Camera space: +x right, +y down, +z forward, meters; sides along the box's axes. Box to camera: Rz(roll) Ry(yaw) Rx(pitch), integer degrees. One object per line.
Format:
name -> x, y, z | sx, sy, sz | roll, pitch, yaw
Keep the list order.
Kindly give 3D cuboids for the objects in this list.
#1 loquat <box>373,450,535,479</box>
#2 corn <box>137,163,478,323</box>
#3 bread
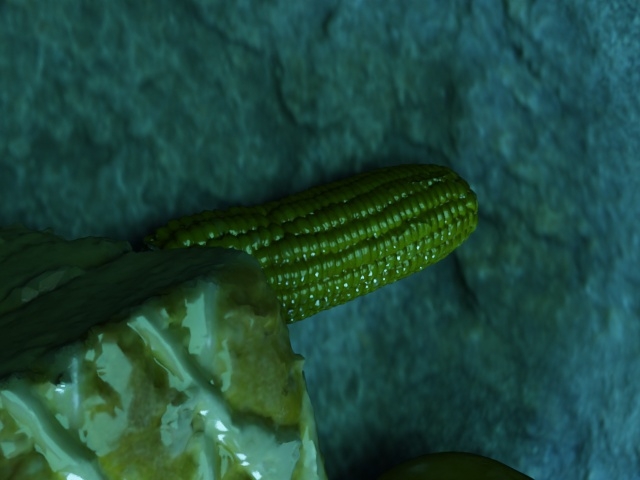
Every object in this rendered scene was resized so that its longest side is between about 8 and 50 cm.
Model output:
loquat -> 0.108, 0.288, 1.405 | 0.235, 0.235, 0.235 | -6, 101, -33
corn -> 0.002, 0.004, 1.360 | 0.313, 0.102, 0.102 | -16, 107, -30
bread -> -0.196, 0.216, 1.154 | 0.371, 0.279, 0.390 | -27, 112, -30
